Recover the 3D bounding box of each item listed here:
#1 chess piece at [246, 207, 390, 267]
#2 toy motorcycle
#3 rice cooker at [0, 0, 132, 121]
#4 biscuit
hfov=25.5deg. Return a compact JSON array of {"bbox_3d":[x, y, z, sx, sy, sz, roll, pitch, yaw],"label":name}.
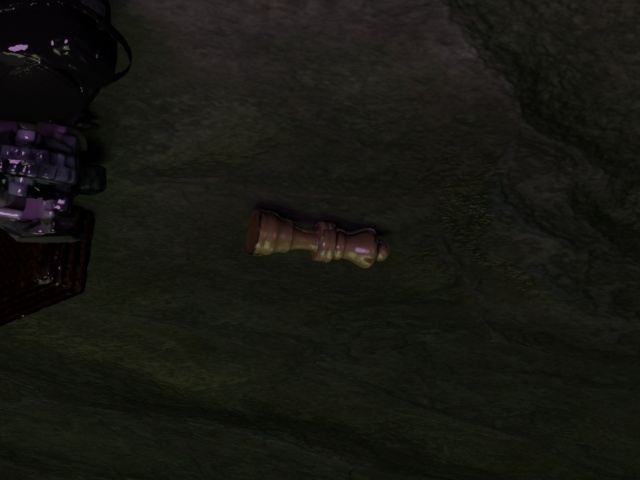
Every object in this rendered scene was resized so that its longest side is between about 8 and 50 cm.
[{"bbox_3d":[0.000,0.001,1.694,0.172,0.060,0.060,8,156,-16],"label":"chess piece"},{"bbox_3d":[-0.324,-0.072,1.433,0.188,0.143,0.327,6,179,-2],"label":"toy motorcycle"},{"bbox_3d":[-0.267,-0.176,1.251,0.203,0.118,0.142,-7,154,22],"label":"rice cooker"},{"bbox_3d":[-0.423,0.053,1.796,0.073,0.107,0.388,24,149,-38],"label":"biscuit"}]
